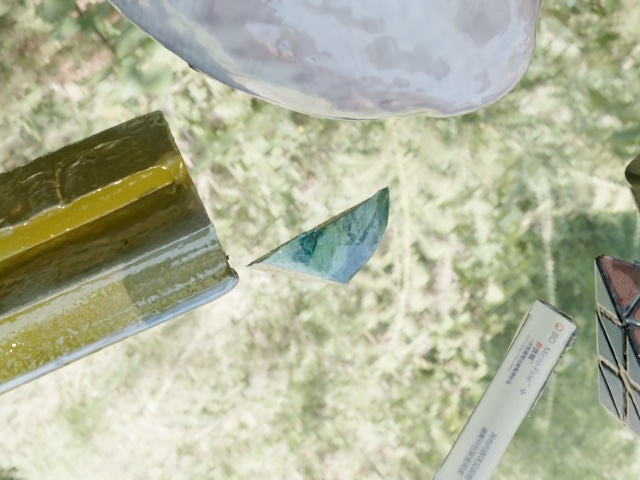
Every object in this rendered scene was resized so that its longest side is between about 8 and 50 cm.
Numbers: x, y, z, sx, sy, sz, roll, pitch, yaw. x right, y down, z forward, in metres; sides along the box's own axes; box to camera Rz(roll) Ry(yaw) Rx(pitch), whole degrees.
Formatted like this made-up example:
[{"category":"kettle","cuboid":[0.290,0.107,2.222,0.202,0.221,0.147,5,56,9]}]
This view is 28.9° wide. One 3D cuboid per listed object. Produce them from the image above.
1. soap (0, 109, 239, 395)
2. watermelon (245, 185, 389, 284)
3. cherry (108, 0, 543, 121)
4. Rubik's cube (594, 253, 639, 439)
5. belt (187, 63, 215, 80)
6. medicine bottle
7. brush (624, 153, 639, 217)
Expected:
[{"category":"soap","cuboid":[-0.251,0.009,1.293,0.281,0.259,0.143,-24,129,-7]},{"category":"watermelon","cuboid":[0.007,0.001,1.316,0.180,0.094,0.081,-24,115,-16]},{"category":"cherry","cuboid":[-0.013,-0.233,0.772,0.326,0.291,0.335,-14,104,-24]},{"category":"Rubik's cube","cuboid":[0.337,0.126,1.176,0.190,0.211,0.178,-9,162,-20]},{"category":"belt","cuboid":[-0.053,-0.287,1.663,0.094,0.359,0.126,22,76,-33]},{"category":"medicine bottle","cuboid":[0.164,0.171,1.150,0.201,0.052,0.171,-57,167,-18]},{"category":"brush","cuboid":[0.271,-0.027,0.660,0.123,0.197,0.059,-36,119,-18]}]
